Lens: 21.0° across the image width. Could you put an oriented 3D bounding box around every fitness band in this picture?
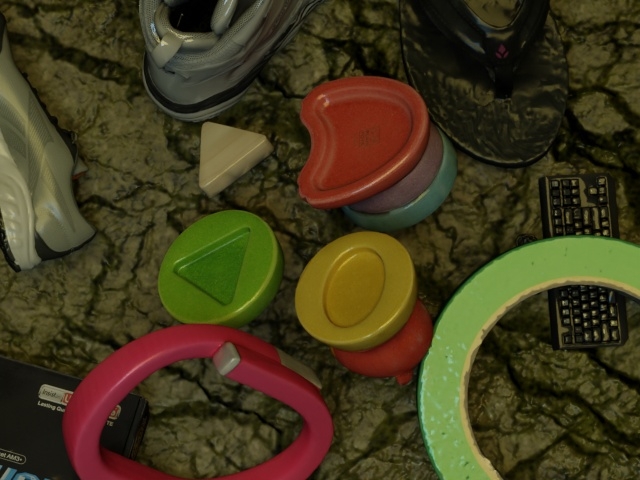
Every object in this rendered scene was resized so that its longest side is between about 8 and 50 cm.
[{"bbox_3d":[-0.112,0.181,1.643,0.209,0.291,0.054,-42,48,14],"label":"fitness band"}]

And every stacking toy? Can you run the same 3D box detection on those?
[{"bbox_3d":[0.000,0.000,1.732,0.280,0.130,0.309,-5,57,26],"label":"stacking toy"}]

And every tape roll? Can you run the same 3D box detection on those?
[{"bbox_3d":[0.256,0.154,1.713,0.321,0.077,0.321,0,89,2],"label":"tape roll"}]

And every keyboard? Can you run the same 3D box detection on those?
[{"bbox_3d":[0.257,0.022,1.774,0.108,0.023,0.180,-4,82,1],"label":"keyboard"}]

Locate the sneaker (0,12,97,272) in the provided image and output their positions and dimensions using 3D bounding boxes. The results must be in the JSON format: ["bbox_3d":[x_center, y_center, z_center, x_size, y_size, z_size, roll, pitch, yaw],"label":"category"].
[{"bbox_3d":[-0.303,-0.107,1.776,0.108,0.100,0.271,-14,86,-14],"label":"sneaker"}]

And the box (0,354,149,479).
[{"bbox_3d":[-0.351,0.256,1.701,0.296,0.073,0.293,16,71,4],"label":"box"}]

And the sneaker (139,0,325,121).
[{"bbox_3d":[-0.054,-0.288,1.727,0.137,0.210,0.366,37,85,5],"label":"sneaker"}]

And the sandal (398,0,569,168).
[{"bbox_3d":[0.154,-0.294,1.774,0.168,0.107,0.445,-8,83,0],"label":"sandal"}]
